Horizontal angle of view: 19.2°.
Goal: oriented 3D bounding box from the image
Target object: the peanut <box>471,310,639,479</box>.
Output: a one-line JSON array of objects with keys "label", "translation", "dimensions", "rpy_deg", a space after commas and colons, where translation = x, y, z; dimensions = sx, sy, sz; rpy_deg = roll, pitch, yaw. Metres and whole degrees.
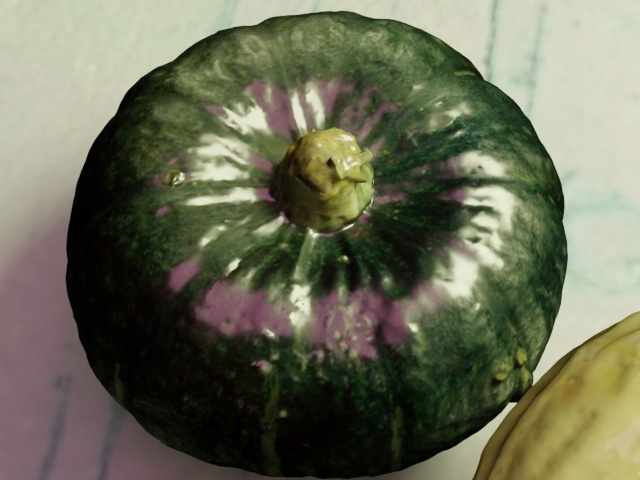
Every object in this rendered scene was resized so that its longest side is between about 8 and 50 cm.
[{"label": "peanut", "translation": [0.171, 0.086, 0.748], "dimensions": [0.313, 0.152, 0.152], "rpy_deg": [-30, 69, -17]}]

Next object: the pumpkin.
[{"label": "pumpkin", "translation": [-0.002, 0.000, 0.785], "dimensions": [0.211, 0.152, 0.212], "rpy_deg": [-6, 55, 9]}]
